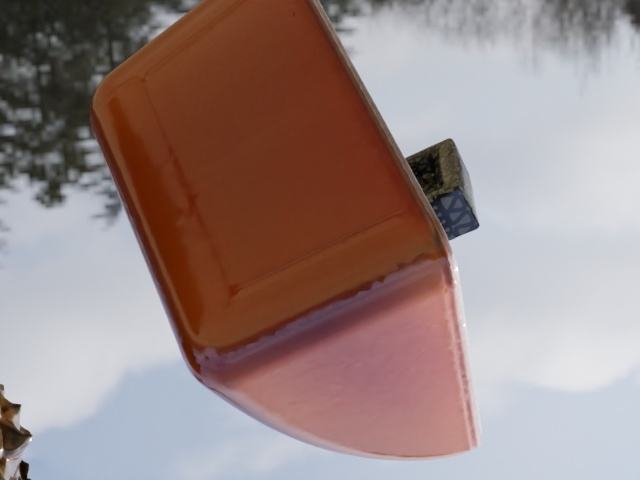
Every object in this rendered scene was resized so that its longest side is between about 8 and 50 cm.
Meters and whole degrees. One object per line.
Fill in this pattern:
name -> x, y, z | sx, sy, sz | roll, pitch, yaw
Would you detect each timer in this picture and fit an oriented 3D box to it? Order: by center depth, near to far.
timer -> 0.000, 0.000, 0.913 | 0.161, 0.257, 0.250 | -32, 147, 8

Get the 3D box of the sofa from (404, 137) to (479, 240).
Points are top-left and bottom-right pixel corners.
sofa -> 0.082, -0.033, 1.095 | 0.060, 0.039, 0.118 | -26, -162, 12

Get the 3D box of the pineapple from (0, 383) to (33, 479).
pineapple -> -0.247, 0.139, 0.872 | 0.193, 0.166, 0.166 | 24, -160, 9
